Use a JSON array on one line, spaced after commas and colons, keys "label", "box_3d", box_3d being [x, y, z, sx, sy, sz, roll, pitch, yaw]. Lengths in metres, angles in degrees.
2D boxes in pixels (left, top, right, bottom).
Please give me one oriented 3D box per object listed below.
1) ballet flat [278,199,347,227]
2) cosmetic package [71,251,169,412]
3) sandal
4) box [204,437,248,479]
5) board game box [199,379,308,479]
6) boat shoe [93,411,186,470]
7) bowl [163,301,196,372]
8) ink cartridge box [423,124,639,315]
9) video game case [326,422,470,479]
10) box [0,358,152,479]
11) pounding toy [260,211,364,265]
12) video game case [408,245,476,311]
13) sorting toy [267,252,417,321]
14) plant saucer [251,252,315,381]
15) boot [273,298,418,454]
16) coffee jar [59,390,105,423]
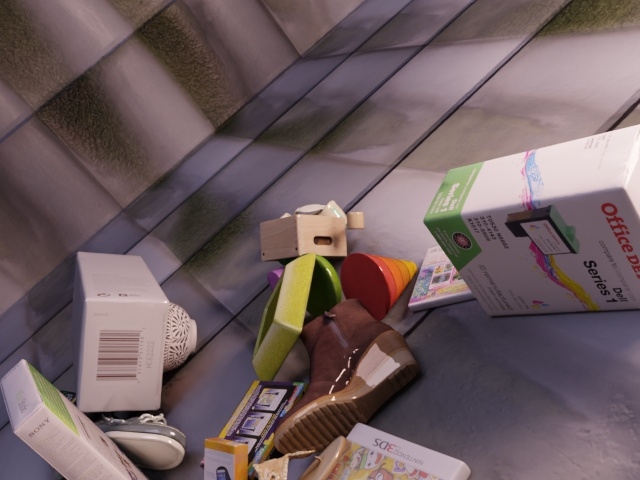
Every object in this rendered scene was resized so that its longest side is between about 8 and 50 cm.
[{"label": "ballet flat", "box_3d": [-0.048, -0.035, 1.587, 0.248, 0.086, 0.086, -18, 31, 38]}, {"label": "cosmetic package", "box_3d": [-0.451, 0.181, 1.523, 0.453, 0.161, 0.230, -152, 68, -66]}, {"label": "sandal", "box_3d": [-0.069, 0.336, 0.932, 0.240, 0.079, 0.088, -49, 2, -8]}, {"label": "box", "box_3d": [-0.139, 0.363, 1.018, 0.081, 0.028, 0.136, -7, 82, 48]}, {"label": "board game box", "box_3d": [-0.094, 0.305, 1.105, 0.141, 0.048, 0.170, -11, 36, 49]}, {"label": "boat shoe", "box_3d": [-0.338, 0.352, 1.279, 0.319, 0.116, 0.099, -20, 33, 45]}, {"label": "bowl", "box_3d": [-0.313, 0.207, 1.500, 0.170, 0.080, 0.170, -175, 90, -68]}, {"label": "ink cartridge box", "box_3d": [0.310, -0.011, 0.909, 0.278, 0.201, 0.117, -10, 38, 46]}, {"label": "video game case", "box_3d": [0.050, 0.344, 0.865, 0.227, 0.026, 0.206, -50, 27, -23]}, {"label": "box", "box_3d": [-0.351, 0.335, 1.072, 0.058, 0.322, 0.232, -43, 24, -17]}, {"label": "pounding toy", "box_3d": [0.011, 0.000, 1.418, 0.206, 0.181, 0.094, -10, 81, 49]}, {"label": "video game case", "box_3d": [0.228, 0.048, 1.142, 0.157, 0.019, 0.143, -17, 32, 37]}, {"label": "sorting toy", "box_3d": [0.046, 0.070, 1.296, 0.126, 0.127, 0.365, -19, 8, -35]}, {"label": "plant saucer", "box_3d": [-0.071, 0.135, 1.231, 0.188, 0.045, 0.188, -79, 12, -46]}, {"label": "boot", "box_3d": [0.010, 0.202, 1.069, 0.248, 0.090, 0.207, -31, 31, -12]}, {"label": "coffee jar", "box_3d": [-0.548, 0.383, 1.552, 0.184, 0.079, 0.096, -13, 35, 43]}]
